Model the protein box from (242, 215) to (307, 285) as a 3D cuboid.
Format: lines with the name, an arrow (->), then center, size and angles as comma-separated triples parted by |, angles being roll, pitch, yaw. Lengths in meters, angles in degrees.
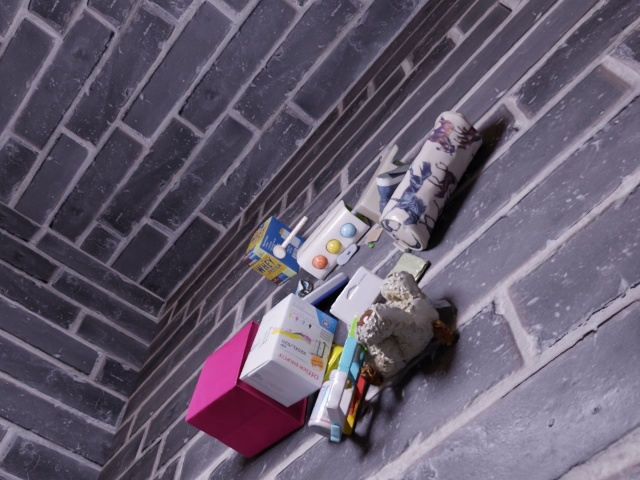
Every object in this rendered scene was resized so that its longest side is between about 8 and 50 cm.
protein box -> -0.191, 0.045, 2.561 | 0.136, 0.201, 0.199 | -37, 25, 42

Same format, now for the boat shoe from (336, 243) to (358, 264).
boat shoe -> 0.098, 0.048, 2.135 | 0.100, 0.035, 0.035 | -50, -8, 23

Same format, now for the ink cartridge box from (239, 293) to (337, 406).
ink cartridge box -> -0.085, 0.309, 1.679 | 0.168, 0.171, 0.232 | -41, 22, 42

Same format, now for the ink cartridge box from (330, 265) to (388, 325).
ink cartridge box -> 0.121, 0.169, 1.618 | 0.148, 0.086, 0.203 | -55, -20, -3

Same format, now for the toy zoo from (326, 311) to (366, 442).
toy zoo -> 0.074, 0.347, 1.460 | 0.030, 0.192, 0.293 | 9, 59, 20

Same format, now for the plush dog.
plush dog -> 0.184, 0.235, 1.438 | 0.262, 0.211, 0.225 | -49, -10, -51

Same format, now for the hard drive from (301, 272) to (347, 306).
hard drive -> -0.060, 0.221, 1.959 | 0.210, 0.040, 0.319 | -41, -7, 35

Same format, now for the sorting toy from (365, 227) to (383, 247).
sorting toy -> 0.180, -0.006, 2.052 | 0.062, 0.012, 0.083 | -10, 44, 58

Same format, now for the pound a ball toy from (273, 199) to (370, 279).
pound a ball toy -> 0.000, 0.000, 2.172 | 0.319, 0.208, 0.135 | -48, 19, 15

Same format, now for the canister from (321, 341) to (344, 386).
canister -> 0.029, 0.354, 1.706 | 0.126, 0.073, 0.170 | -57, 17, -9

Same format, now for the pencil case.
pencil case -> 0.324, -0.167, 1.757 | 0.410, 0.160, 0.183 | -59, -25, -12

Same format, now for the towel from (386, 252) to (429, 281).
towel -> 0.247, 0.088, 1.708 | 0.110, 0.027, 0.148 | -54, 19, -3

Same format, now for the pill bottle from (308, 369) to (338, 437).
pill bottle -> 0.034, 0.422, 1.551 | 0.087, 0.087, 0.160 | -29, 30, 51

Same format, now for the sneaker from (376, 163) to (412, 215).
sneaker -> 0.268, -0.148, 1.879 | 0.226, 0.163, 0.086 | -21, 24, -32

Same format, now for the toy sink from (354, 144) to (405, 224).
toy sink -> 0.235, -0.177, 1.992 | 0.234, 0.131, 0.153 | -60, 4, -7

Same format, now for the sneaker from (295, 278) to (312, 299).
sneaker -> -0.064, 0.215, 2.217 | 0.162, 0.064, 0.073 | -82, 15, -61

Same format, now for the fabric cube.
fabric cube -> -0.208, 0.454, 1.818 | 0.258, 0.259, 0.254 | -41, 22, 30
